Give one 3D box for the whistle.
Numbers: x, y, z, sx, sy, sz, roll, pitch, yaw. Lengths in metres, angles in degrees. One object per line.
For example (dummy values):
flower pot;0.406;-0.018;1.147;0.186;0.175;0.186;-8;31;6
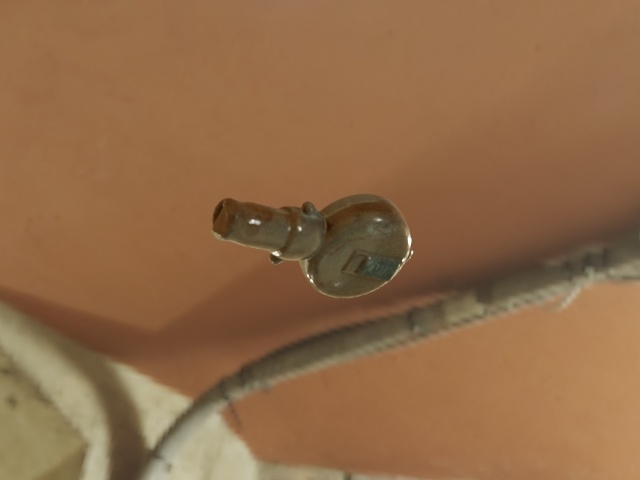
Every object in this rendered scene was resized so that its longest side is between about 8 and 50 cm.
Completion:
whistle;0.000;0.000;1.515;0.220;0.057;0.107;13;-56;-36
